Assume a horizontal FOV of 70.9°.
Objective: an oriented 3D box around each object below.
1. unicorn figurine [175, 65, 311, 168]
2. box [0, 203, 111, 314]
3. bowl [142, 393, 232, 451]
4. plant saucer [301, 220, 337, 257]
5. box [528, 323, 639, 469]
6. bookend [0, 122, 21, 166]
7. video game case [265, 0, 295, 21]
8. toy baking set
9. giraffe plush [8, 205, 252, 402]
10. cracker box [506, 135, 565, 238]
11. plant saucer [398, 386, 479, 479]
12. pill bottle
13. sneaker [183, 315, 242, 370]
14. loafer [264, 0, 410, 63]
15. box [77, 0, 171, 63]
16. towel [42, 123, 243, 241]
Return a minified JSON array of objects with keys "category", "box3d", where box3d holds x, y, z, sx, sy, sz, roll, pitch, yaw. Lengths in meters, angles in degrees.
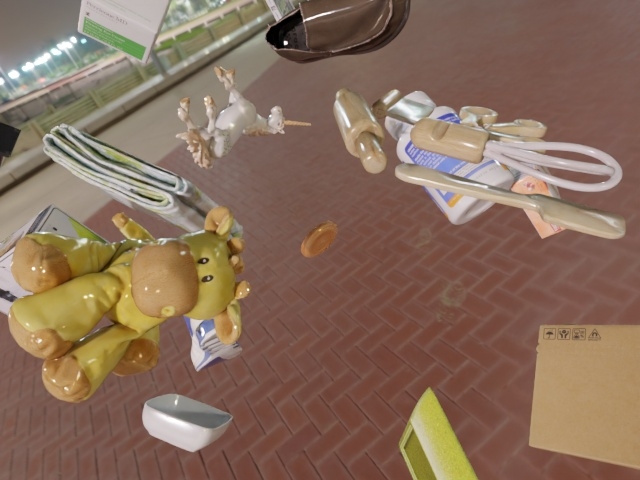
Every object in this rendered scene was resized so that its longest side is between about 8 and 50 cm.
[{"category":"unicorn figurine","box3d":[-0.102,-0.148,0.546,0.162,0.111,0.060,-42,50,-17]},{"category":"box","box3d":[-0.581,0.062,0.936,0.290,0.169,0.087,-26,39,26]},{"category":"bowl","box3d":[-0.243,0.331,0.815,0.142,0.142,0.053,17,82,9]},{"category":"plant saucer","box3d":[0.000,0.000,0.839,0.083,0.083,0.013,-35,62,-16]},{"category":"box","box3d":[0.353,0.177,0.526,0.201,0.021,0.164,-12,51,48]},{"category":"bookend","box3d":[-0.734,-0.193,0.938,0.156,0.157,0.072,-35,46,45]},{"category":"video game case","box3d":[-0.098,-0.626,1.221,0.022,0.173,0.190,-19,39,20]},{"category":"toy baking set","box3d":[0.110,-0.084,0.353,0.196,0.030,0.256,3,32,-3]},{"category":"giraffe plush","box3d":[-0.162,0.048,0.451,0.170,0.181,0.210,-10,18,24]},{"category":"cracker box","box3d":[0.494,-0.134,1.040,0.067,0.156,0.232,-28,22,32]},{"category":"plant saucer","box3d":[0.172,0.346,0.672,0.045,0.188,0.188,-15,52,-11]},{"category":"pill bottle","box3d":[0.257,-0.180,0.942,0.152,0.152,0.272,-30,70,-8]},{"category":"sneaker","box3d":[-0.291,0.212,1.181,0.127,0.315,0.182,-17,65,-25]},{"category":"loafer","box3d":[0.012,-0.270,0.571,0.220,0.080,0.078,-2,15,45]},{"category":"box","box3d":[-0.278,-0.337,0.649,0.087,0.101,0.102,-24,51,55]},{"category":"towel","box3d":[-0.366,-0.097,0.987,0.320,0.374,0.090,25,82,11]}]
